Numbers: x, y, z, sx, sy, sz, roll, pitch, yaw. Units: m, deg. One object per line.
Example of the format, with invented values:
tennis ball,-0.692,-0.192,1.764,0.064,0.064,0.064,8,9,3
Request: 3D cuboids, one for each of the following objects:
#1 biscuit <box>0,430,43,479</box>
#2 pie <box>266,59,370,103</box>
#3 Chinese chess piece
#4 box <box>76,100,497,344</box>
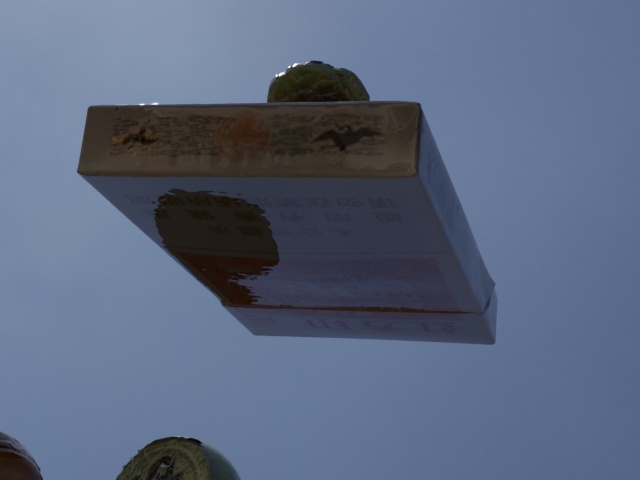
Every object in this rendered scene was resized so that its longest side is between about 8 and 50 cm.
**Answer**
biscuit,-0.256,0.190,0.890,0.050,0.170,0.170,46,-50,32
pie,-0.003,-0.110,1.086,0.084,0.084,0.020,-48,-150,40
Chinese chess piece,-0.136,0.248,1.242,0.144,0.058,0.144,-25,-135,28
box,0.000,0.001,0.936,0.205,0.365,0.051,1,-108,15
